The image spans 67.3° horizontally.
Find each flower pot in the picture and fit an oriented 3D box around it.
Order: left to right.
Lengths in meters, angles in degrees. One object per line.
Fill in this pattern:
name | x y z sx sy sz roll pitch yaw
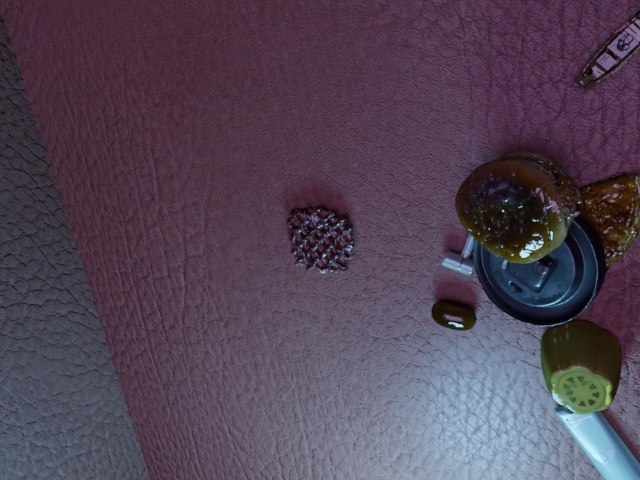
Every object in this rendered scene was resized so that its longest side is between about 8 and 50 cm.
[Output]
flower pot | 0.641 0.323 1.189 0.195 0.179 0.195 10 113 24

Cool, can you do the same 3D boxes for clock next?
clock | 0.516 0.050 1.156 0.313 0.061 0.312 23 120 47

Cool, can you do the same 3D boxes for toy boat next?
toy boat | 0.628 -0.403 1.009 0.064 0.072 0.206 45 120 8

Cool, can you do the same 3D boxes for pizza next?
pizza | 0.643 -0.021 1.125 0.161 0.085 0.305 29 116 16

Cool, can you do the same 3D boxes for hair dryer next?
hair dryer | 0.388 0.019 1.291 0.082 0.047 0.137 23 110 19

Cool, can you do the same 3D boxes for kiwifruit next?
kiwifruit | 0.373 0.212 1.347 0.124 0.075 0.075 13 112 18

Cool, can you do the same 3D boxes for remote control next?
remote control | 0.757 0.559 1.286 0.103 0.051 0.293 -37 88 32

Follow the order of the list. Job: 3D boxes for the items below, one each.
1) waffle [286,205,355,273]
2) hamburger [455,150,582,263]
waffle | 0.000 0.000 1.471 0.234 0.055 0.221 5 111 30
hamburger | 0.436 -0.069 1.059 0.286 0.146 0.243 11 117 49
